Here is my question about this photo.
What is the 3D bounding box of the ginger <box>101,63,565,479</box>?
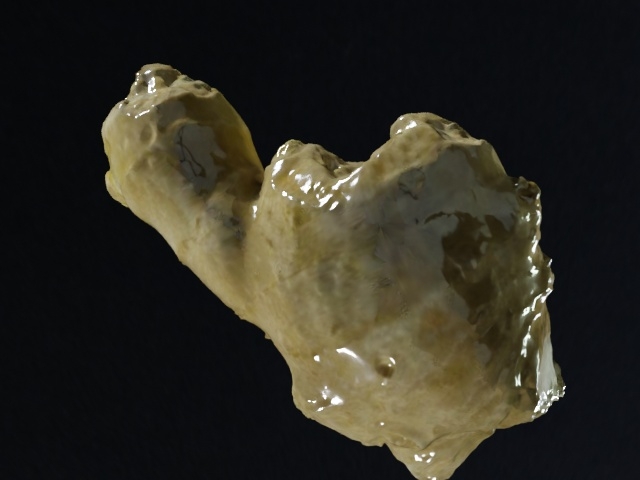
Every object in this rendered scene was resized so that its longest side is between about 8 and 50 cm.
[{"bbox_3d":[0.005,-0.006,0.540,0.165,0.067,0.096,40,-64,13],"label":"ginger"}]
